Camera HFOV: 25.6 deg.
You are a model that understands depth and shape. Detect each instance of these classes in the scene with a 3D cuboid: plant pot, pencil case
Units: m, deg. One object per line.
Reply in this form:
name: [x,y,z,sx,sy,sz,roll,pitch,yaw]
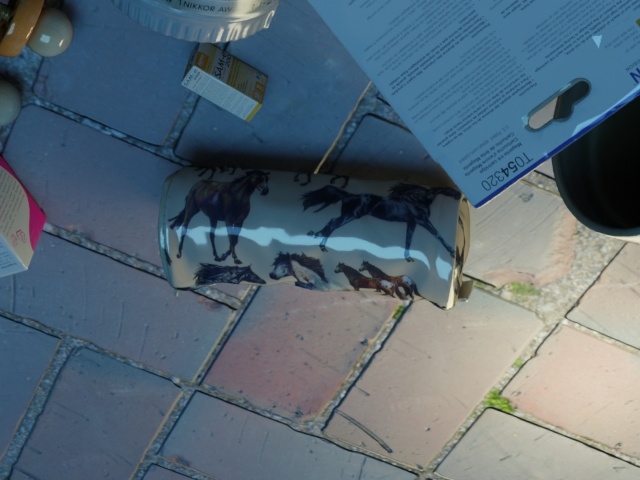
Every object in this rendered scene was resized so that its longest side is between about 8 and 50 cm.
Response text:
plant pot: [0.473,-0.125,1.598,0.280,0.323,0.323,16,133,-28]
pencil case: [0.000,0.000,1.834,0.410,0.160,0.183,5,141,4]

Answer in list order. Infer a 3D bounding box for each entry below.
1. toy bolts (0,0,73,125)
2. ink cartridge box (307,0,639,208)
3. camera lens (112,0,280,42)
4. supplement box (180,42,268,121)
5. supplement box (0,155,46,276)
toy bolts: [-0.415,-0.199,1.704,0.158,0.218,0.228,26,147,-23]
ink cartridge box: [0.197,-0.253,1.575,0.324,0.071,0.330,-36,96,31]
camera lens: [-0.113,-0.376,1.481,0.219,0.219,0.274,15,131,-6]
supplement box: [-0.118,-0.198,1.740,0.098,0.062,0.036,28,129,-18]
supplement box: [-0.477,-0.059,1.876,0.114,0.111,0.220,-17,126,21]
